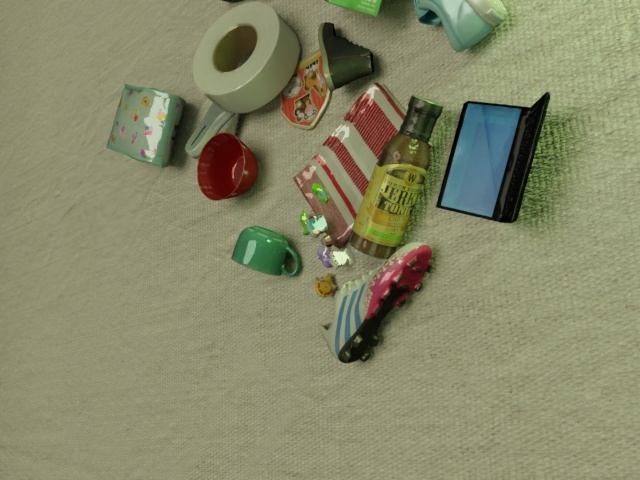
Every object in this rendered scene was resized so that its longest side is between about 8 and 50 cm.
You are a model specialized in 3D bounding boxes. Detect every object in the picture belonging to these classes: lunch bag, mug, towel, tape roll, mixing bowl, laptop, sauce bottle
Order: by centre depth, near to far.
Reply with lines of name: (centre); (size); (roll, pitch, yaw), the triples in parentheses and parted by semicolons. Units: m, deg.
laptop: (0.318, -0.160, 1.352); (0.137, 0.264, 0.234); (14, 94, 7)
sauce bottle: (0.161, -0.132, 1.492); (0.111, 0.112, 0.344); (34, 113, 41)
towel: (0.085, -0.174, 1.642); (0.329, 0.037, 0.237); (-49, 54, 25)
mug: (-0.131, 0.024, 1.759); (0.129, 0.158, 0.097); (29, 101, 67)
tape roll: (-0.198, -0.478, 1.867); (0.286, 0.100, 0.286); (-14, 62, 28)
mixing bowl: (-0.232, -0.188, 1.893); (0.182, 0.098, 0.181); (-6, 80, 39)
lunch bag: (-0.510, -0.344, 2.145); (0.262, 0.160, 0.223); (21, 96, 49)

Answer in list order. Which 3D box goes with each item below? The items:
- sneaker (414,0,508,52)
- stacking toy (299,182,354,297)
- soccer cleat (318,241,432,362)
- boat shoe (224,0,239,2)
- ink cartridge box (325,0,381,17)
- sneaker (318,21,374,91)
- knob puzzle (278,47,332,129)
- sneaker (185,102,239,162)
sneaker: (0.237, -0.545, 1.502); (0.150, 0.135, 0.365); (-44, 54, 28)
stacking toy: (0.000, 0.000, 1.615); (0.167, 0.052, 0.221); (120, 134, -60)
soccer cleat: (0.102, 0.112, 1.518); (0.143, 0.116, 0.331); (49, 115, 36)
boat shoe: (-0.190, -0.735, 1.947); (0.321, 0.118, 0.102); (3, 89, 50)
ink cartridge box: (0.096, -0.662, 1.571); (0.211, 0.122, 0.289); (-107, 32, -64)
sneaker: (0.064, -0.448, 1.697); (0.118, 0.083, 0.221); (-13, 54, 10)
knob puzzle: (-0.043, -0.369, 1.800); (0.213, 0.030, 0.213); (-9, 76, 41)
sneaker: (-0.267, -0.322, 1.965); (0.258, 0.091, 0.094); (-52, 44, -3)
